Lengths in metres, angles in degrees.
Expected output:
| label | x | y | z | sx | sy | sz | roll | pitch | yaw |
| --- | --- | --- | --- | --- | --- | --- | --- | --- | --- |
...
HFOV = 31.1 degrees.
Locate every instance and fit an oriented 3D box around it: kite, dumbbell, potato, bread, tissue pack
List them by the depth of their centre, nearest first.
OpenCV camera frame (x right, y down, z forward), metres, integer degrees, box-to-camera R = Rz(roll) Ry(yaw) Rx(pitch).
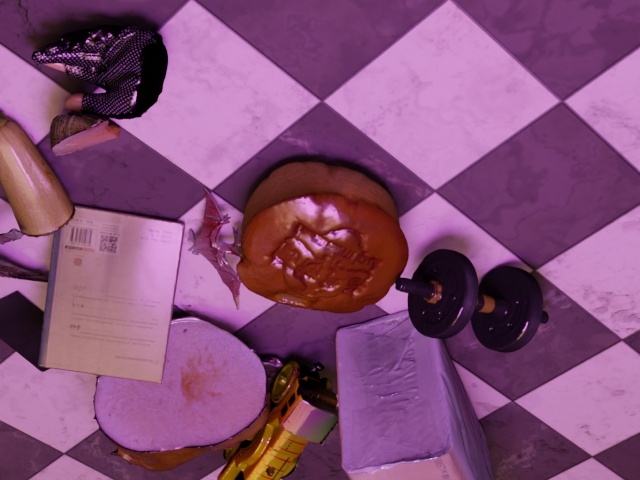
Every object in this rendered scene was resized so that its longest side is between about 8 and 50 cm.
| label | x | y | z | sx | sy | sz | roll | pitch | yaw |
| --- | --- | --- | --- | --- | --- | --- | --- | --- | --- |
| bread | 0.000 | 0.000 | 1.786 | 0.269 | 0.148 | 0.270 | -1 | 136 | -1 |
| kite | -0.566 | 0.015 | 1.851 | 0.314 | 0.012 | 0.335 | -12 | 153 | 38 |
| dumbbell | 0.249 | 0.098 | 1.852 | 0.325 | 0.143 | 0.143 | 14 | 135 | -35 |
| tissue pack | 0.178 | 0.373 | 2.016 | 0.205 | 0.332 | 0.405 | -15 | 131 | 12 |
| potato | -0.238 | 0.273 | 2.024 | 0.299 | 0.247 | 0.196 | -8 | 164 | -3 |

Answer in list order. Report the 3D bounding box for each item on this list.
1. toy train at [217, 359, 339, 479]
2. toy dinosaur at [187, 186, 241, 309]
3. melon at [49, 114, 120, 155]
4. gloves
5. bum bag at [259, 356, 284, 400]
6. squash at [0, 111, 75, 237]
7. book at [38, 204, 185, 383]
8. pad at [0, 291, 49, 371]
| label | x | y | z | sx | sy | sz | roll | pitch | yaw |
| --- | --- | --- | --- | --- | --- | --- | --- | --- | --- |
| toy train | -0.079 | 0.349 | 2.039 | 0.100 | 0.161 | 0.296 | 26 | 114 | -21 |
| toy dinosaur | -0.164 | 0.014 | 1.856 | 0.108 | 0.032 | 0.220 | 0 | 119 | 27 |
| melon | -0.345 | -0.156 | 1.641 | 0.098 | 0.182 | 0.054 | -4 | 90 | -2 |
| gloves | -0.311 | -0.247 | 1.607 | 0.180 | 0.106 | 0.129 | 21 | 139 | 20 |
| bum bag | -0.099 | 0.308 | 2.142 | 0.102 | 0.069 | 0.248 | 21 | 131 | 2 |
| squash | -0.461 | -0.116 | 1.742 | 0.094 | 0.094 | 0.224 | -13 | 125 | 14 |
| book | -0.342 | 0.089 | 1.878 | 0.214 | 0.025 | 0.283 | 10 | 104 | -7 |
| pad | -0.520 | 0.166 | 2.058 | 0.116 | 0.004 | 0.193 | -24 | 129 | 23 |
